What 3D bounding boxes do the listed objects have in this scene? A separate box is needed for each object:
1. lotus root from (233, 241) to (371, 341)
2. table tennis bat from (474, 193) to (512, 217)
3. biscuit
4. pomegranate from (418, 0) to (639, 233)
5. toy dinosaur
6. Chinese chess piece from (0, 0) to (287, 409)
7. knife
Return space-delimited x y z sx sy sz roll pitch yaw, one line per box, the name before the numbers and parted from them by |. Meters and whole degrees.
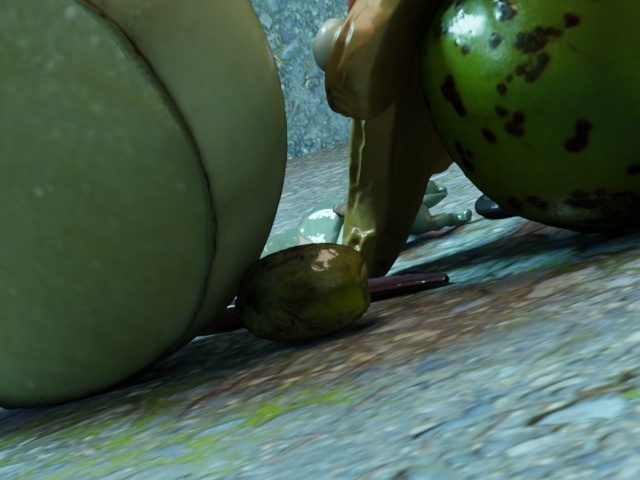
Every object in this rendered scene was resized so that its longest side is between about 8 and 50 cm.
lotus root | -0.014 0.031 0.822 0.099 0.054 0.049 -13 -13 38
table tennis bat | 0.226 -0.062 1.109 0.236 0.027 0.150 -22 6 -14
biscuit | 0.054 -0.141 0.881 0.047 0.340 0.216 19 55 18
pomegranate | 0.178 -0.105 0.817 0.246 0.198 0.198 -15 6 30
toy dinosaur | 0.000 0.000 1.075 0.242 0.053 0.167 -20 4 -10
Chinese chess piece | -0.187 -0.063 0.867 0.338 0.338 0.140 -15 26 27
knife | -0.014 0.040 0.938 0.247 0.018 0.035 -10 7 40
